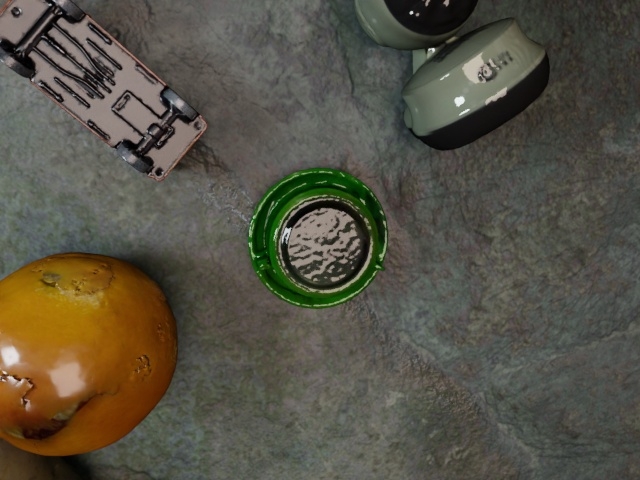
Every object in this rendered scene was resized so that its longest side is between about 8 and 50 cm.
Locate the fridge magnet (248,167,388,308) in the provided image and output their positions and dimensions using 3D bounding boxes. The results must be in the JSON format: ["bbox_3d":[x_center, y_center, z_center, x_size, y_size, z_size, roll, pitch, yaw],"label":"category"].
[{"bbox_3d":[0.000,0.000,0.797,0.207,0.088,0.208,-2,101,-11],"label":"fridge magnet"}]

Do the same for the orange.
[{"bbox_3d":[-0.300,0.135,0.686,0.245,0.246,0.247,-2,101,-11],"label":"orange"}]

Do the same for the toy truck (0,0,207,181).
[{"bbox_3d":[-0.270,-0.193,0.693,0.252,0.114,0.107,41,92,-17],"label":"toy truck"}]

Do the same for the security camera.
[{"bbox_3d":[0.155,-0.279,0.727,0.197,0.191,0.277,-37,105,-1],"label":"security camera"}]

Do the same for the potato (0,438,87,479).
[{"bbox_3d":[-0.417,0.350,0.742,0.164,0.165,0.262,-33,116,-4],"label":"potato"}]
